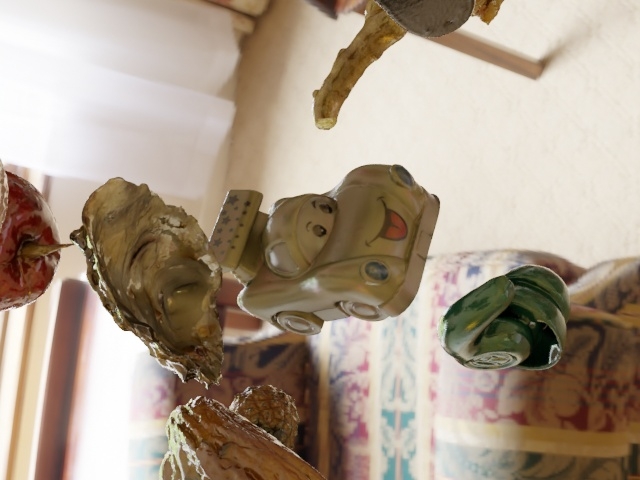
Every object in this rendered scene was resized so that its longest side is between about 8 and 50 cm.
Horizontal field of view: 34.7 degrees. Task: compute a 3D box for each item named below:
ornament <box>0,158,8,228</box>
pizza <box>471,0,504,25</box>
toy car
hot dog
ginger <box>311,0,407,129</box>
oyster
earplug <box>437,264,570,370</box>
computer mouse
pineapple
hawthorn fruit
[{"bbox_3d":[-0.523,-0.069,1.268,0.225,0.259,0.259,44,117,33],"label":"ornament"},{"bbox_3d":[0.273,-0.446,1.734,0.062,0.161,0.182,53,132,32],"label":"pizza"},{"bbox_3d":[0.000,0.000,1.681,0.336,0.226,0.242,-17,45,46],"label":"toy car"},{"bbox_3d":[-0.094,0.267,1.058,0.272,0.122,0.196,25,111,46],"label":"hot dog"},{"bbox_3d":[0.071,-0.352,2.042,0.298,0.065,0.118,-56,48,9],"label":"ginger"},{"bbox_3d":[-0.179,0.077,1.177,0.111,0.396,0.204,-13,70,9],"label":"oyster"},{"bbox_3d":[0.295,0.111,1.624,0.164,0.280,0.257,-1,124,39],"label":"earplug"},{"bbox_3d":[0.138,-0.399,1.533,0.138,0.270,0.086,-32,61,20],"label":"computer mouse"},{"bbox_3d":[-0.100,0.326,1.630,0.248,0.128,0.128,-83,17,-72],"label":"pineapple"},{"bbox_3d":[-0.540,-0.001,1.611,0.262,0.258,0.258,47,119,43],"label":"hawthorn fruit"}]
